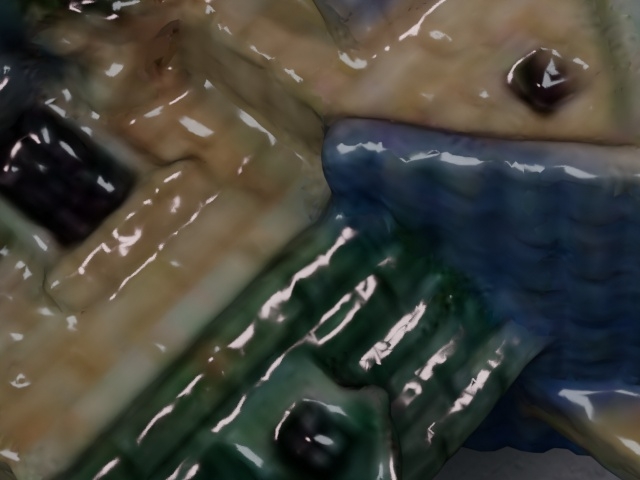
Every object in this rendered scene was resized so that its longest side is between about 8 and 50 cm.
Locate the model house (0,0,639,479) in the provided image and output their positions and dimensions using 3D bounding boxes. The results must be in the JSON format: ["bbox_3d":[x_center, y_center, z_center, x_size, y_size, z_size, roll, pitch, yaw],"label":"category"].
[{"bbox_3d":[0.000,0.000,0.993,0.445,0.395,0.400,-41,68,-17],"label":"model house"}]
